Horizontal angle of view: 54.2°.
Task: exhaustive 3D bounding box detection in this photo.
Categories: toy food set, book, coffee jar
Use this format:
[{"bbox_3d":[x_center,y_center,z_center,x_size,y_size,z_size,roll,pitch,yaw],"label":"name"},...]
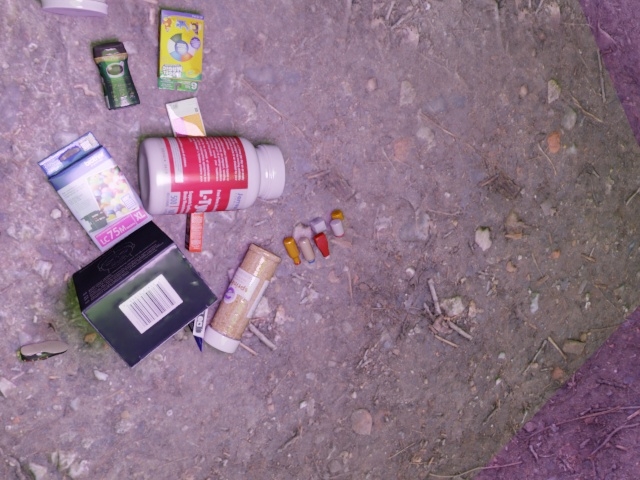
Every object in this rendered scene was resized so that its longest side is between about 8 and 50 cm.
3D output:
[{"bbox_3d":[0.000,0.000,2.153,0.232,0.111,0.105,-32,124,-16],"label":"toy food set"},{"bbox_3d":[-0.412,-0.358,1.929,0.096,0.035,0.144,-17,107,-17],"label":"book"},{"bbox_3d":[-0.587,-0.472,1.797,0.096,0.079,0.185,-16,108,-18],"label":"coffee jar"}]

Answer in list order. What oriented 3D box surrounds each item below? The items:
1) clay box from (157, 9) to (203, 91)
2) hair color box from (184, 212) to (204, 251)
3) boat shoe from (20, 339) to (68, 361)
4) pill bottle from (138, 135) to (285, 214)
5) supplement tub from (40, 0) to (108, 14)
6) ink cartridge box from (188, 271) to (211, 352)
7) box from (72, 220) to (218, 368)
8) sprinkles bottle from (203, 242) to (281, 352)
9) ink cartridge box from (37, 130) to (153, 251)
[{"bbox_3d":[-0.419,-0.563,1.869,0.127,0.053,0.222,-1,101,-24],"label":"clay box"},{"bbox_3d":[-0.399,-0.039,1.980,0.043,0.072,0.141,2,99,-25],"label":"hair color box"},{"bbox_3d":[-0.830,0.333,1.882,0.132,0.049,0.042,-5,131,-30],"label":"boat shoe"},{"bbox_3d":[-0.326,-0.200,1.889,0.407,0.229,0.229,-5,103,-24],"label":"pill bottle"},{"bbox_3d":[-0.651,-0.744,1.647,0.191,0.191,0.273,-3,102,-24],"label":"supplement tub"},{"bbox_3d":[-0.393,0.219,1.963,0.045,0.206,0.209,6,98,-22],"label":"ink cartridge box"},{"bbox_3d":[-0.511,0.133,1.785,0.293,0.395,0.212,-38,114,-12],"label":"box"},{"bbox_3d":[-0.258,0.190,2.067,0.121,0.121,0.356,28,88,-27],"label":"sprinkles bottle"},{"bbox_3d":[-0.659,-0.143,1.848,0.185,0.065,0.311,-36,111,-14],"label":"ink cartridge box"}]
